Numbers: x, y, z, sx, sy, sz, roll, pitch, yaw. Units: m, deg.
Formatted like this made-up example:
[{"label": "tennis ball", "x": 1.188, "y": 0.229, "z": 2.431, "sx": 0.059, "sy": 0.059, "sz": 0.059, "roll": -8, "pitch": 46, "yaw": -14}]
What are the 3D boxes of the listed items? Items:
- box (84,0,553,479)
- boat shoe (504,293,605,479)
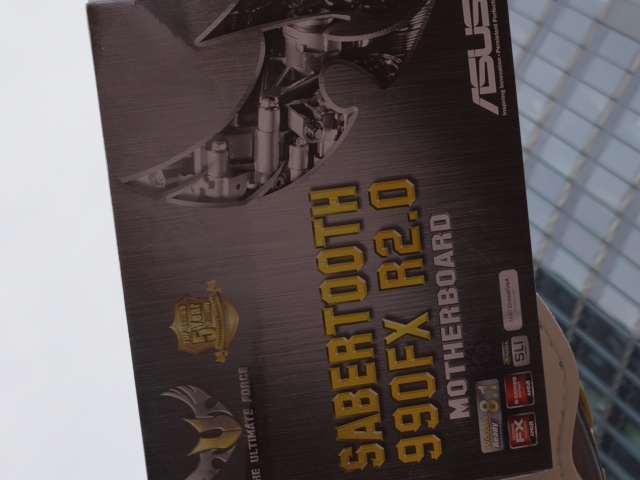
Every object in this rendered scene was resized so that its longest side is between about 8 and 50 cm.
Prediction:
[{"label": "box", "x": 0.000, "y": 0.000, "z": 0.569, "sx": 0.183, "sy": 0.056, "sz": 0.231, "roll": -7, "pitch": -84, "yaw": -9}, {"label": "boat shoe", "x": 0.132, "y": 0.124, "z": 0.879, "sx": 0.116, "sy": 0.097, "sz": 0.324, "roll": -20, "pitch": -62, "yaw": 11}]
